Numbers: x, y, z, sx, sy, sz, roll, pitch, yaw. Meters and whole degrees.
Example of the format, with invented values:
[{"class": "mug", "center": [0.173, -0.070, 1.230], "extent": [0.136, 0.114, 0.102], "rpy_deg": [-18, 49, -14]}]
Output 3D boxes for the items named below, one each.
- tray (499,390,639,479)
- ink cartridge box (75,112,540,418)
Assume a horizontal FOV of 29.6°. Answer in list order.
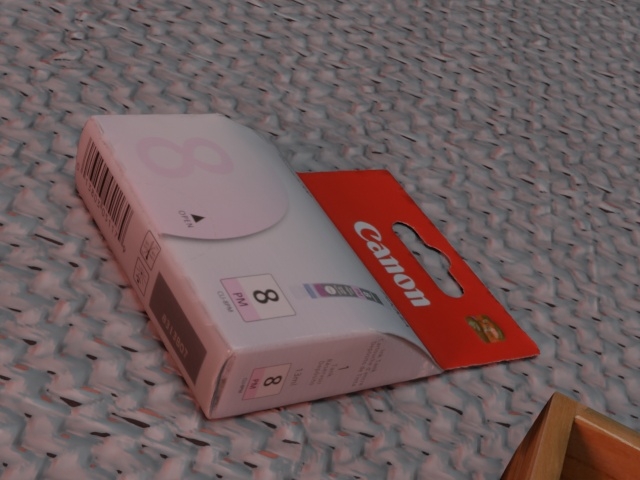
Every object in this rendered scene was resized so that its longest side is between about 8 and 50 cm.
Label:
[{"class": "tray", "center": [0.127, 0.242, 0.430], "extent": [0.203, 0.076, 0.411], "rpy_deg": [27, 34, 5]}, {"class": "ink cartridge box", "center": [0.000, 0.000, 0.694], "extent": [0.232, 0.066, 0.189], "rpy_deg": [-9, 46, -32]}]
